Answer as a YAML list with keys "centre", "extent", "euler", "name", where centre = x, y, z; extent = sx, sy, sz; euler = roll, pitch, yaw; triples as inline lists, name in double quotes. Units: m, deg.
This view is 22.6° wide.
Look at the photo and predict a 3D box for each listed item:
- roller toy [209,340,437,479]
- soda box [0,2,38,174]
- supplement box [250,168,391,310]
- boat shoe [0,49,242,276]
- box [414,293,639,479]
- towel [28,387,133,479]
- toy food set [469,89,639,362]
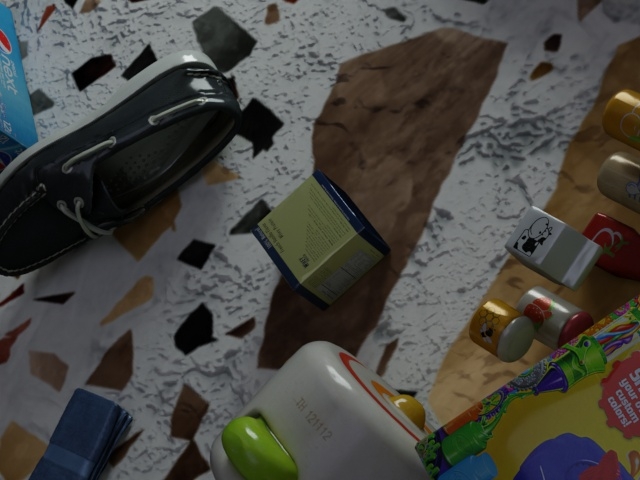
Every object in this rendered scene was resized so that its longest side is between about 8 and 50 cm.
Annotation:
- centre: [0.026, 0.177, 1.235]
  extent: [0.191, 0.209, 0.146]
  euler: [43, 94, 2]
  name: "roller toy"
- centre: [-0.358, -0.168, 1.693]
  extent: [0.067, 0.071, 0.210]
  euler: [-28, 57, 18]
  name: "soda box"
- centre: [0.000, 0.000, 1.413]
  extent: [0.083, 0.056, 0.083]
  euler: [-42, 54, 7]
  name: "supplement box"
- centre: [-0.208, -0.059, 1.529]
  extent: [0.302, 0.114, 0.091]
  euler: [-42, 48, 8]
  name: "boat shoe"
- centre: [0.268, 0.198, 1.071]
  extent: [0.279, 0.177, 0.290]
  euler: [-36, 60, 13]
  name: "box"
- centre: [-0.225, 0.199, 1.472]
  extent: [0.067, 0.029, 0.119]
  euler: [20, 80, 35]
  name: "towel"
- centre: [0.226, 0.012, 1.239]
  extent: [0.104, 0.111, 0.232]
  euler: [32, 86, 37]
  name: "toy food set"
